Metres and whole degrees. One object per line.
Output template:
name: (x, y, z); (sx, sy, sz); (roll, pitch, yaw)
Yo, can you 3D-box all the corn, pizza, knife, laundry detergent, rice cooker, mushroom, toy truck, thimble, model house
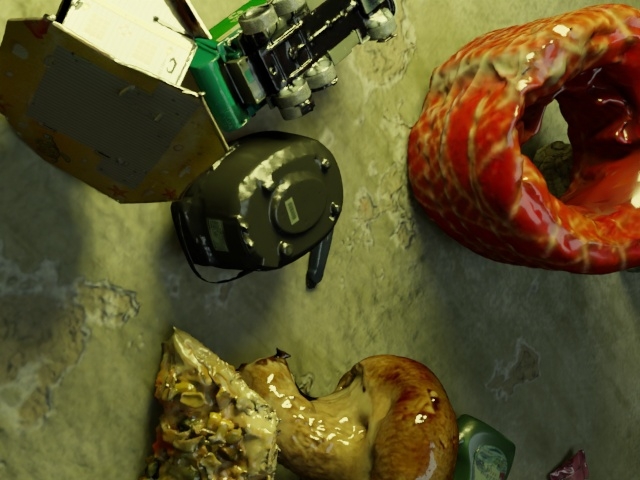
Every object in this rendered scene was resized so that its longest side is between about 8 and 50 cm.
corn: (0.373, -0.052, 1.438); (0.087, 0.087, 0.210); (-39, 127, -31)
pizza: (-0.116, 0.213, 0.992); (0.069, 0.147, 0.226); (-26, 124, -80)
knife: (0.000, 0.000, 1.140); (0.031, 0.018, 0.121); (5, 95, -50)
laundry detergent: (0.195, 0.363, 1.357); (0.137, 0.063, 0.210); (41, 72, -37)
rice cooker: (-0.064, -0.039, 1.005); (0.203, 0.118, 0.142); (-36, 120, -37)
mushroom: (0.035, 0.255, 1.087); (0.267, 0.255, 0.267); (-2, 90, -79)
toy truck: (-0.033, -0.215, 1.000); (0.253, 0.124, 0.114); (-45, 125, -30)
thimble: (0.306, -0.123, 1.209); (0.350, 0.231, 0.349); (-3, 97, -25)
model house: (-0.178, -0.151, 0.853); (0.208, 0.219, 0.135); (25, 60, -16)

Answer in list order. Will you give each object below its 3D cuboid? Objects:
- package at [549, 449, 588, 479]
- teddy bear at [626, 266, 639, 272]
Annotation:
package: (0.417, 0.395, 1.589); (0.083, 0.029, 0.059); (-30, 113, -26)
teddy bear: (0.590, -0.066, 1.582); (0.236, 0.151, 0.267); (-26, 115, -39)
